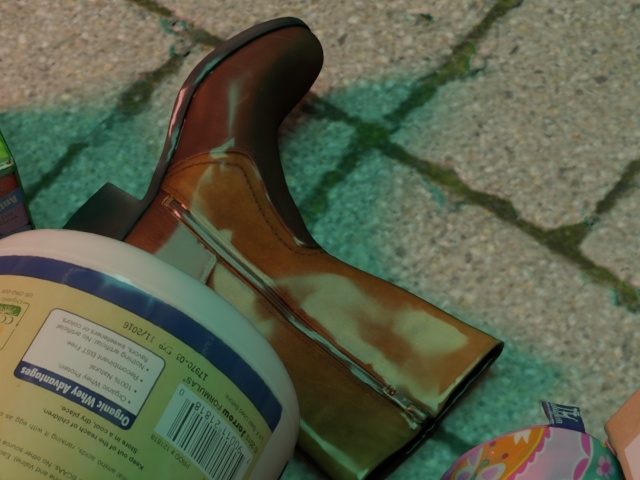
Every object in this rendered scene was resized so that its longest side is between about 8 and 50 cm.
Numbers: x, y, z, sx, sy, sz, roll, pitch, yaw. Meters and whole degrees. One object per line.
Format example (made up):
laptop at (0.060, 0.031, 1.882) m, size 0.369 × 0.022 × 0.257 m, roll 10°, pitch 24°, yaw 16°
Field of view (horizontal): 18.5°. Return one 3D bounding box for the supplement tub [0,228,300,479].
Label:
supplement tub at (-0.170, 0.176, 1.111) m, size 0.228 × 0.228 × 0.316 m, roll 19°, pitch 57°, yaw 16°

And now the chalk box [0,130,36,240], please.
chalk box at (-0.272, -0.031, 1.325) m, size 0.132 × 0.132 × 0.213 m, roll -24°, pitch 56°, yaw -12°

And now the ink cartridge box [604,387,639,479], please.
ink cartridge box at (0.291, 0.185, 1.118) m, size 0.193 × 0.088 × 0.235 m, roll 7°, pitch 50°, yaw -27°

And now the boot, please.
boot at (0.000, 0.000, 1.309) m, size 0.280 × 0.096 × 0.264 m, roll 31°, pitch 62°, yaw 22°

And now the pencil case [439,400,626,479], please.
pencil case at (0.149, 0.240, 1.114) m, size 0.124 × 0.124 × 0.284 m, roll -9°, pitch 53°, yaw -3°
